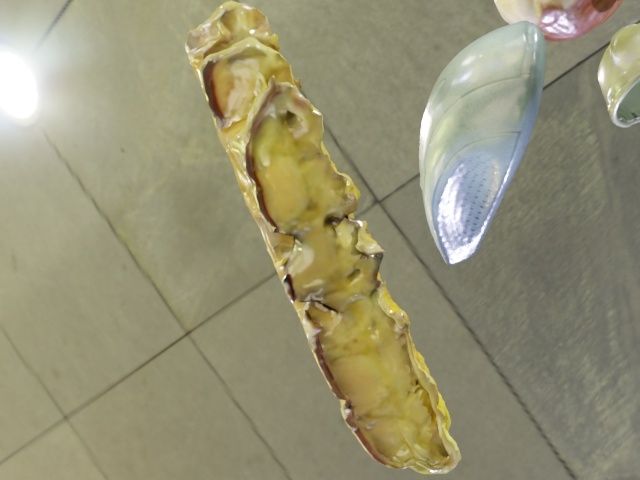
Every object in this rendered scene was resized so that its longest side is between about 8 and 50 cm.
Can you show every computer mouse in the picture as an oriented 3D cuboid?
[{"bbox_3d":[0.184,-0.120,1.217,0.122,0.188,0.371,11,144,3],"label":"computer mouse"}]

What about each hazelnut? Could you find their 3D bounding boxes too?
[{"bbox_3d":[0.445,-0.490,1.756,0.241,0.261,0.261,-20,101,52],"label":"hazelnut"}]

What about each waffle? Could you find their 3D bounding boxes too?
[{"bbox_3d":[-0.001,0.001,0.601,0.309,0.065,0.283,63,179,28],"label":"waffle"}]

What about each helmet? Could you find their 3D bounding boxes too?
[{"bbox_3d":[0.582,-0.317,1.687,0.137,0.257,0.204,61,155,28],"label":"helmet"}]
